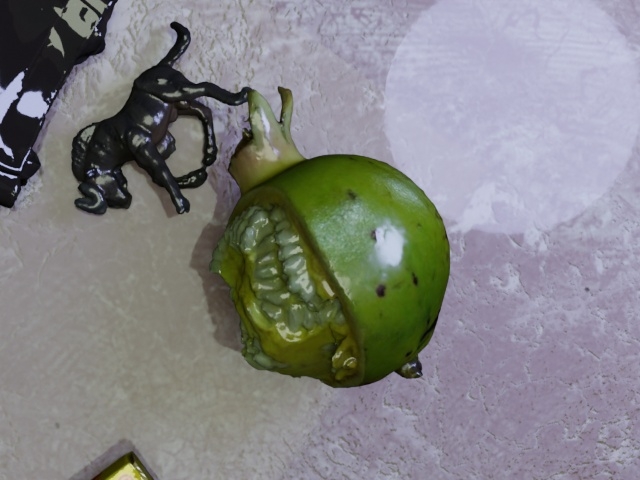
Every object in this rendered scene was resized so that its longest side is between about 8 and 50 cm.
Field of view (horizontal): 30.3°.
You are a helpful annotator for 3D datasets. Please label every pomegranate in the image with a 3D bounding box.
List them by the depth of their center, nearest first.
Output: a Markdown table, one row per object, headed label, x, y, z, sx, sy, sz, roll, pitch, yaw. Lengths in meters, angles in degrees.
| label | x | y | z | sx | sy | sz | roll | pitch | yaw |
| --- | --- | --- | --- | --- | --- | --- | --- | --- | --- |
| pomegranate | 0.000 | 0.000 | 1.243 | 0.260 | 0.260 | 0.341 | -22 | 87 | -11 |

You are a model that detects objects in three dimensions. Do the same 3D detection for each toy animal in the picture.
| label | x | y | z | sx | sy | sz | roll | pitch | yaw |
| --- | --- | --- | --- | --- | --- | --- | --- | --- | --- |
| toy animal | -0.178 | -0.122 | 1.289 | 0.148 | 0.084 | 0.233 | 29 | 88 | -7 |

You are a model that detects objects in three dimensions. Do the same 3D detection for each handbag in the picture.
| label | x | y | z | sx | sy | sz | roll | pitch | yaw |
| --- | --- | --- | --- | --- | --- | --- | --- | --- | --- |
| handbag | -0.374 | -0.198 | 1.236 | 0.257 | 0.113 | 0.285 | 28 | 77 | -16 |

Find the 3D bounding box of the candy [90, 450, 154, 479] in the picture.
| label | x | y | z | sx | sy | sz | roll | pitch | yaw |
| --- | --- | --- | --- | --- | --- | --- | --- | --- | --- |
| candy | -0.271 | 0.367 | 1.266 | 0.276 | 0.088 | 0.146 | -38 | 96 | -9 |
